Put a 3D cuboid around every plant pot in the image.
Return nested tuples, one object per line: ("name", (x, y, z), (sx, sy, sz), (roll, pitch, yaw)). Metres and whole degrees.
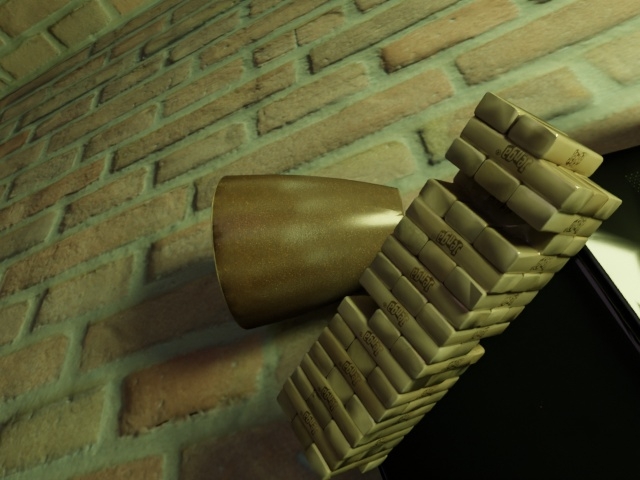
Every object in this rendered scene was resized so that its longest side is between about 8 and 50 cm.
("plant pot", (0.000, 0.000, 0.648), (0.230, 0.215, 0.215), (-8, 52, 7))

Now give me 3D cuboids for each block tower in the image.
("block tower", (0.082, 0.060, 0.382), (0.091, 0.097, 0.335), (51, 123, 36))

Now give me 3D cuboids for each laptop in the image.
("laptop", (0.272, 0.145, 0.406), (0.408, 0.236, 0.382), (-16, 64, -16))
